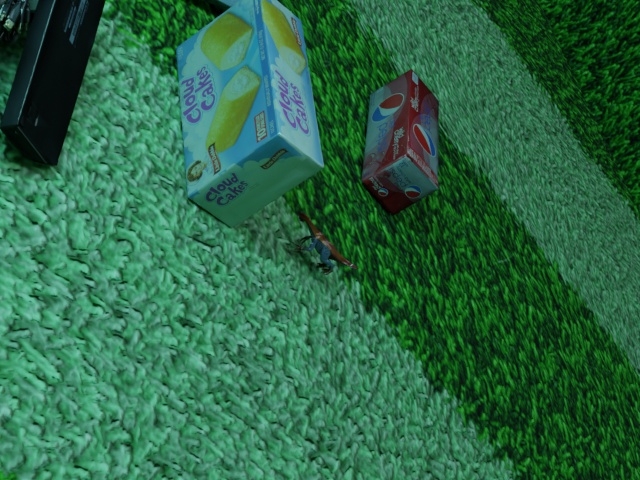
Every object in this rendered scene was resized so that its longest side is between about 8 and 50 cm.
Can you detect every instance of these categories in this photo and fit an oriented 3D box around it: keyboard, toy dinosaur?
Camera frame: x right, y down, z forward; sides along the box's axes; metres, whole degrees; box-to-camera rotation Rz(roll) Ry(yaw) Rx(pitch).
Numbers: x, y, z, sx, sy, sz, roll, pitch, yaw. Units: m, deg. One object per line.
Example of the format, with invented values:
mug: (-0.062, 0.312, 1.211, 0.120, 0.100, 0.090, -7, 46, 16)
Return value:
keyboard: (-0.271, -0.247, 1.365, 0.201, 0.033, 0.317, 70, 30, -66)
toy dinosaur: (0.000, 0.000, 1.763, 0.047, 0.090, 0.082, -102, -175, -64)

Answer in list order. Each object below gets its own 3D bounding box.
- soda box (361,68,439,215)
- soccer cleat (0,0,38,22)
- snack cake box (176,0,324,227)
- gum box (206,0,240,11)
soda box: (0.129, -0.160, 2.136, 0.083, 0.092, 0.263, 47, 27, -26)
soccer cleat: (-0.340, -0.286, 1.358, 0.318, 0.109, 0.116, -13, 104, -68)
snack cake box: (-0.092, -0.168, 1.670, 0.089, 0.152, 0.264, 35, 34, -41)
gum box: (-0.129, -0.409, 1.886, 0.184, 0.041, 0.157, 18, 89, -56)
